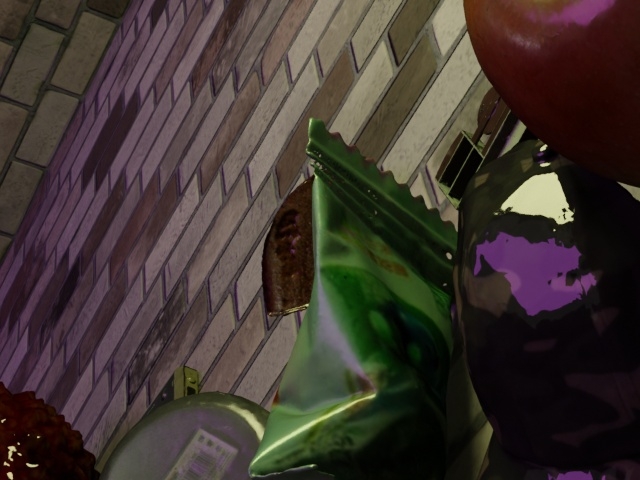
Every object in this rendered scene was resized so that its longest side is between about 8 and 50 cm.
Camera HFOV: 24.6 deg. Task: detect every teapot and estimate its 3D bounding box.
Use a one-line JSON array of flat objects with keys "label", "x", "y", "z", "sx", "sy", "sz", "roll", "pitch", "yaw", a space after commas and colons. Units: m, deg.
[{"label": "teapot", "x": -0.077, "y": 0.281, "z": 1.563, "sx": 0.223, "sy": 0.285, "sz": 0.305, "roll": -7, "pitch": 54, "yaw": 23}]

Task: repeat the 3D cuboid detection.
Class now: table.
[{"label": "table", "x": 0.196, "y": -0.077, "z": 1.456, "sx": 0.146, "sy": 0.062, "sz": 0.175, "roll": -63, "pitch": 24, "yaw": 19}]

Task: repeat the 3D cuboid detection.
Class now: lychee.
[{"label": "lychee", "x": -0.560, "y": 0.463, "z": 2.354, "sx": 0.424, "sy": 0.424, "sz": 0.500, "roll": -115, "pitch": 43, "yaw": -60}]

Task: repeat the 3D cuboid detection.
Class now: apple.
[{"label": "apple", "x": 0.253, "y": -0.195, "z": 1.077, "sx": 0.319, "sy": 0.277, "sz": 0.319, "roll": -20, "pitch": 55, "yaw": 32}]

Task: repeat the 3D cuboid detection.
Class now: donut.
[{"label": "donut", "x": -0.005, "y": -0.010, "z": 1.796, "sx": 0.126, "sy": 0.144, "sz": 0.187, "roll": -94, "pitch": -2, "yaw": -86}]

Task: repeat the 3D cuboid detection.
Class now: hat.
[{"label": "hat", "x": 0.158, "y": 0.135, "z": 1.210, "sx": 0.382, "sy": 0.257, "sz": 0.366, "roll": -53, "pitch": 18, "yaw": -8}]

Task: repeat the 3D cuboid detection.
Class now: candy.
[{"label": "candy", "x": 0.051, "y": 0.103, "z": 1.408, "sx": 0.172, "sy": 0.263, "sz": 0.398, "roll": -7, "pitch": 57, "yaw": 33}]

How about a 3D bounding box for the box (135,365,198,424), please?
[{"label": "box", "x": -0.237, "y": 0.343, "z": 2.167, "sx": 0.211, "sy": 0.045, "sz": 0.270, "roll": -52, "pitch": 28, "yaw": 36}]
